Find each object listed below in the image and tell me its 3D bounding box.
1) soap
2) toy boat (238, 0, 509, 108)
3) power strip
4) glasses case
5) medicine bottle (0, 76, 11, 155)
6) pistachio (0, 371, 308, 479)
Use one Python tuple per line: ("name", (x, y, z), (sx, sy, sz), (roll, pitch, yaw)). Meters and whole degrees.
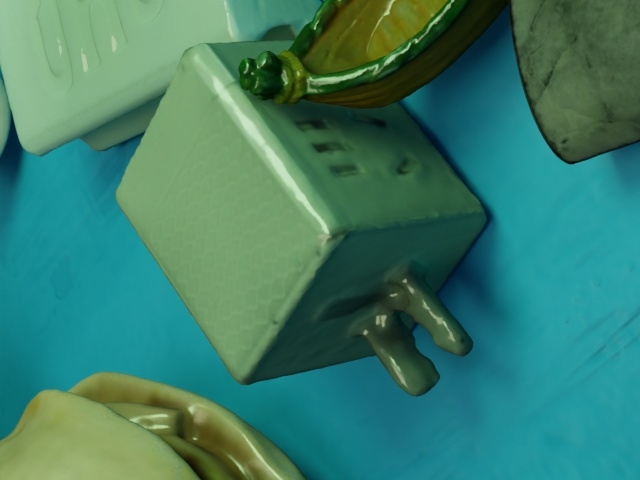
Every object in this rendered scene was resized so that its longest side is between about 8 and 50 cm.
("soap", (-0.124, -0.169, 1.098), (0.265, 0.088, 0.159), (-18, 82, 47))
("toy boat", (0.052, -0.151, 0.880), (0.229, 0.088, 0.089), (-44, 48, 15))
("power strip", (0.000, 0.000, 0.952), (0.224, 0.140, 0.139), (54, 130, 28))
("glasses case", (0.220, -0.126, 0.749), (0.299, 0.060, 0.114), (-20, 81, 47))
("medicine bottle", (-0.399, -0.133, 1.344), (0.293, 0.170, 0.170), (26, 115, 43))
("pistachio", (-0.136, 0.205, 1.094), (0.318, 0.193, 0.213), (1, 102, 45))
